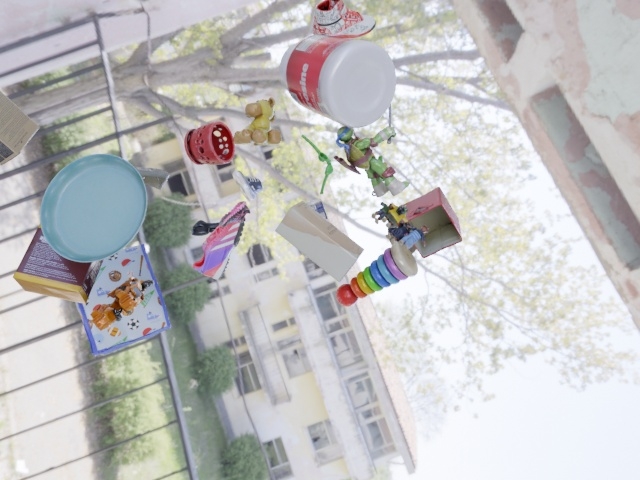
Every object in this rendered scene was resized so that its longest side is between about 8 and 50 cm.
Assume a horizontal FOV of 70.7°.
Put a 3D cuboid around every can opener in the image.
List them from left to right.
[{"bbox_3d":[-0.434,-0.051,1.852,0.059,0.185,0.073,106,-25,-60],"label":"can opener"}]

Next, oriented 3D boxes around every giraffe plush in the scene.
[{"bbox_3d":[-0.220,-0.443,1.679,0.210,0.181,0.171,-18,110,-63],"label":"giraffe plush"}]

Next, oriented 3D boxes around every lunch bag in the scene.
[{"bbox_3d":[-0.855,0.259,1.923,0.386,0.327,0.239,63,-30,13],"label":"lunch bag"}]

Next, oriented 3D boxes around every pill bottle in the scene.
[{"bbox_3d":[-0.014,-0.127,2.366,0.094,0.094,0.170,-122,-168,-80],"label":"pill bottle"},{"bbox_3d":[0.028,-0.497,1.372,0.407,0.228,0.229,43,-23,53],"label":"pill bottle"}]

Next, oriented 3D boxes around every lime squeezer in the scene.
[{"bbox_3d":[0.004,-0.378,2.201,0.109,0.059,0.311,3,-58,44],"label":"lime squeezer"}]

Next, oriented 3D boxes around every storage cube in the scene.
[{"bbox_3d":[0.460,-0.079,1.877,0.215,0.183,0.193,54,26,-18],"label":"storage cube"}]

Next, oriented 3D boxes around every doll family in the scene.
[{"bbox_3d":[0.256,-0.052,1.422,0.193,0.111,0.076,56,-31,4],"label":"doll family"}]

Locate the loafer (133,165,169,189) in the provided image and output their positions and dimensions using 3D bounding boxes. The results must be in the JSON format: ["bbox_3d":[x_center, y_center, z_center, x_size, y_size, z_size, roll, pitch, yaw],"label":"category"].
[{"bbox_3d":[-0.703,-0.233,1.704,0.094,0.251,0.088,36,-63,55],"label":"loafer"}]

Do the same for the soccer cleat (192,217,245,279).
[{"bbox_3d":[-0.373,0.001,1.686,0.318,0.116,0.109,-62,-159,21],"label":"soccer cleat"}]

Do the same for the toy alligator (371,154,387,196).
[{"bbox_3d":[0.223,-0.233,1.699,0.051,0.056,0.190,39,53,-43],"label":"toy alligator"}]

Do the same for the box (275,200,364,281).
[{"bbox_3d":[0.000,0.000,1.701,0.311,0.121,0.148,38,22,3],"label":"box"}]

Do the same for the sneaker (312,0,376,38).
[{"bbox_3d":[0.098,-0.861,1.731,0.145,0.269,0.090,90,-23,-55],"label":"sneaker"}]

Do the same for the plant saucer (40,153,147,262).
[{"bbox_3d":[-0.636,-0.091,1.283,0.044,0.317,0.318,67,2,-75],"label":"plant saucer"}]

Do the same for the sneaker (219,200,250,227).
[{"bbox_3d":[-0.270,-0.074,1.447,0.047,0.119,0.057,7,-45,49],"label":"sneaker"}]

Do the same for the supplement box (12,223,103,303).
[{"bbox_3d":[-0.822,0.075,1.446,0.129,0.191,0.194,125,-22,-60],"label":"supplement box"}]

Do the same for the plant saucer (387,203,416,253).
[{"bbox_3d":[0.442,-0.054,2.392,0.041,0.277,0.278,0,-64,47],"label":"plant saucer"}]

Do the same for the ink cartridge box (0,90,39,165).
[{"bbox_3d":[-1.099,-0.394,1.536,0.193,0.088,0.235,54,11,-36],"label":"ink cartridge box"}]

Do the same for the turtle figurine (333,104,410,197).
[{"bbox_3d":[0.183,-0.286,1.429,0.266,0.197,0.275,54,37,-18],"label":"turtle figurine"}]

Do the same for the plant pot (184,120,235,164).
[{"bbox_3d":[-0.515,-0.436,2.074,0.191,0.174,0.191,-7,90,-67],"label":"plant pot"}]

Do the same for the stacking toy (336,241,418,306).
[{"bbox_3d":[0.191,0.141,1.678,0.141,0.330,0.141,40,30,-29],"label":"stacking toy"}]

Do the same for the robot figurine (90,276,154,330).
[{"bbox_3d":[-0.687,0.205,1.568,0.085,0.211,0.291,55,-7,-15],"label":"robot figurine"}]

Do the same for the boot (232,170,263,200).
[{"bbox_3d":[-0.302,-0.250,1.893,0.069,0.086,0.190,40,-16,23],"label":"boot"}]
